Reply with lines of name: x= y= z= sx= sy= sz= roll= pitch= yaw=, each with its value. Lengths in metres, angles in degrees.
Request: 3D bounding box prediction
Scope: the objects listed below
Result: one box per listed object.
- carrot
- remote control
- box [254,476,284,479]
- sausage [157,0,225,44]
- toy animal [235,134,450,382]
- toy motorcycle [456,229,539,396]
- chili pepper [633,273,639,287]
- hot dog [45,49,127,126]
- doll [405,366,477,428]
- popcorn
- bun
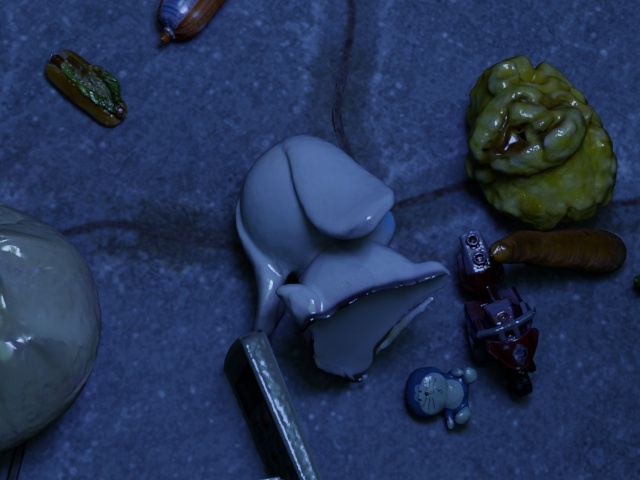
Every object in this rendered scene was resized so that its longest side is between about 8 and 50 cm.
carrot: x=0.294 y=0.011 z=1.787 sx=0.248 sy=0.059 sz=0.059 roll=2 pitch=65 yaw=-39
remote control: x=-0.041 y=0.248 z=1.638 sx=0.038 sy=0.123 sz=0.285 roll=-17 pitch=74 yaw=-18
box: x=-0.152 y=0.326 z=1.579 sx=0.225 sy=0.129 sz=0.086 roll=-5 pitch=69 yaw=-13
sausage: x=-0.145 y=-0.347 z=1.885 sx=0.071 sy=0.071 sz=0.234 roll=33 pitch=65 yaw=3
toy animal: x=-0.002 y=0.019 z=1.699 sx=0.174 sy=0.249 sz=0.289 roll=10 pitch=21 yaw=-41
toy motorcycle: x=0.213 y=0.085 z=1.754 sx=0.082 sy=0.122 sz=0.213 roll=-19 pitch=71 yaw=-3
chili pepper: x=0.493 y=0.082 z=1.847 sx=0.182 sy=0.050 sz=0.073 roll=34 pitch=73 yaw=6
hot dog: x=-0.293 y=-0.196 z=1.810 sx=0.133 sy=0.041 sz=0.056 roll=41 pitch=67 yaw=7
doll: x=0.144 y=0.189 z=1.736 sx=0.083 sy=0.050 sz=0.076 roll=6 pitch=85 yaw=-10
popcorn: x=0.280 y=-0.127 z=1.809 sx=0.200 sy=0.203 sz=0.226 roll=3 pitch=77 yaw=-3
bun: x=-0.426 y=0.084 z=1.579 sx=0.361 sy=0.213 sz=0.361 roll=4 pitch=65 yaw=-9
